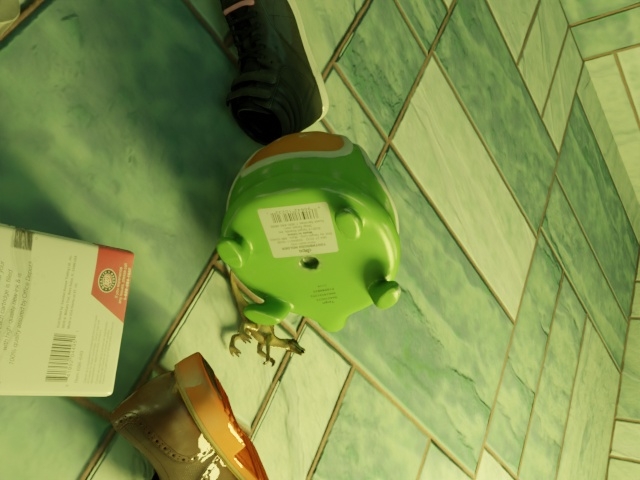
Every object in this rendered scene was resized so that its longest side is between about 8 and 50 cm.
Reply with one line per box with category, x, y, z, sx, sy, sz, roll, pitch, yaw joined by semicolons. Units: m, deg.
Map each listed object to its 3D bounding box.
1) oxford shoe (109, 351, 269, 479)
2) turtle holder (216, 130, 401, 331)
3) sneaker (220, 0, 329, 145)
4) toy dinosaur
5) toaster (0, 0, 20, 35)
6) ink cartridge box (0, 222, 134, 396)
oxford shoe;-0.142;0.309;0.733;0.132;0.130;0.364;-25;116;-11
turtle holder;0.011;-0.011;0.811;0.320;0.243;0.228;40;35;-32
sneaker;-0.092;-0.268;0.815;0.147;0.104;0.296;-57;130;-40
toy dinosaur;-0.100;0.122;0.829;0.183;0.053;0.093;52;34;-18
toaster;-0.382;-0.243;0.499;0.168;0.110;0.186;-25;105;-44
ink cartridge box;-0.314;0.068;0.560;0.217;0.092;0.159;18;74;-47
